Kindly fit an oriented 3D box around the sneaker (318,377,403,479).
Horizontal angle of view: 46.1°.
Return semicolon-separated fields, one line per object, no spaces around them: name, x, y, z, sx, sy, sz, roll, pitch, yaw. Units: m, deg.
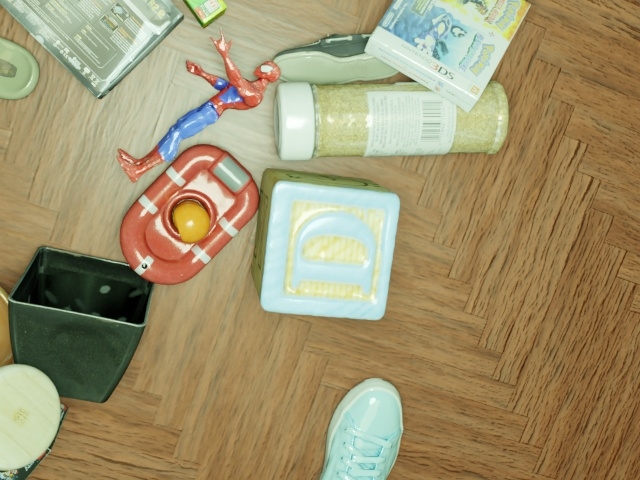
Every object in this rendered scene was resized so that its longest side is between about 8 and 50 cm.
sneaker;0.062;0.422;1.277;0.135;0.150;0.365;16;98;-13

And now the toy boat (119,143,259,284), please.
toy boat;-0.201;-0.032;1.145;0.151;0.151;0.231;44;91;-14

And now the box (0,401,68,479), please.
box;-0.495;0.365;1.170;0.044;0.159;0.233;41;92;-13

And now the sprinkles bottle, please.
sprinkles bottle;0.108;-0.189;1.181;0.356;0.121;0.121;-2;101;-9

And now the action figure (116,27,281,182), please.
action figure;-0.198;-0.218;1.139;0.280;0.091;0.139;-30;113;-2

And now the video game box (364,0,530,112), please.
video game box;0.196;-0.325;1.149;0.187;0.048;0.205;31;70;-2

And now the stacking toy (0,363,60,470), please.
stacking toy;-0.536;0.249;1.092;0.330;0.141;0.141;-6;105;33

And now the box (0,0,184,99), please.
box;-0.347;-0.354;1.108;0.183;0.056;0.231;-45;104;0

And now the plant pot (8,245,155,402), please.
plant pot;-0.364;0.136;1.145;0.188;0.187;0.166;12;112;-11

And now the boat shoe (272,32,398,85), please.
boat shoe;0.024;-0.291;1.191;0.206;0.075;0.064;-4;59;-3

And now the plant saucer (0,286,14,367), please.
plant saucer;-0.545;0.132;1.157;0.200;0.037;0.199;2;107;8

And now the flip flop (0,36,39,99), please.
flip flop;-0.549;-0.272;1.078;0.277;0.080;0.112;17;98;-12

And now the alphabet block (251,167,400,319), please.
alphabet block;0.000;0.000;1.162;0.193;0.197;0.193;7;100;-11

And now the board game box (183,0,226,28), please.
board game box;-0.210;-0.402;1.102;0.043;0.092;0.181;-37;104;0
